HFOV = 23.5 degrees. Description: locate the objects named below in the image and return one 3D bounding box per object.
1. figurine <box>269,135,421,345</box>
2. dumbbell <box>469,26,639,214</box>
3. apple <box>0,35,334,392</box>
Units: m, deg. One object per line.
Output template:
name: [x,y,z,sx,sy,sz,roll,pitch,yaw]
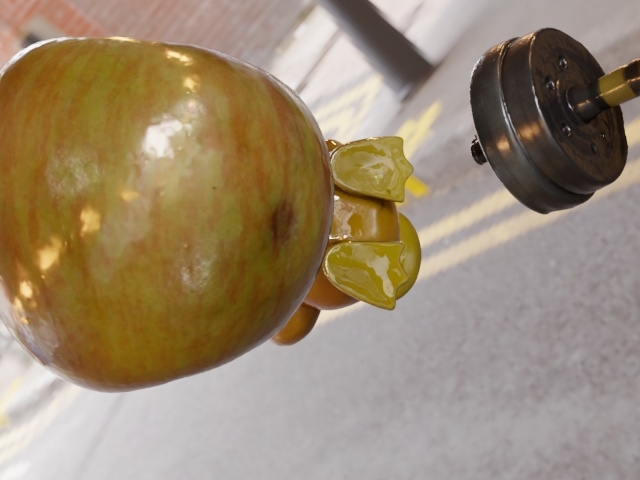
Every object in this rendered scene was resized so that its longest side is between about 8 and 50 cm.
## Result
figurine: [-0.004,-0.002,1.478,0.215,0.215,0.228,-53,-12,-7]
dumbbell: [0.302,-0.154,1.446,0.388,0.185,0.185,-24,25,36]
apple: [-0.120,-0.018,1.069,0.264,0.264,0.264,-49,11,12]
